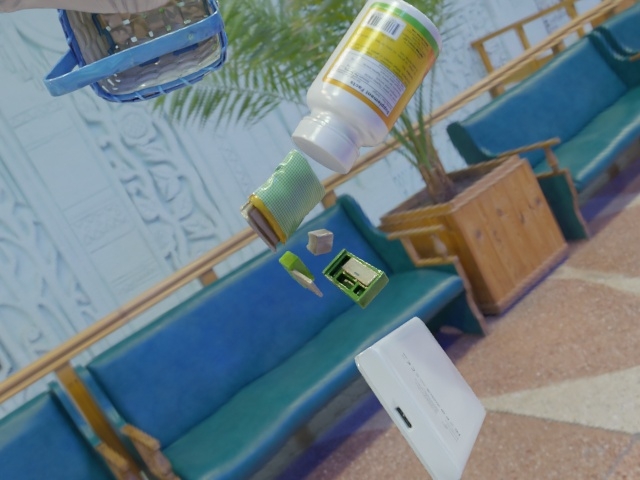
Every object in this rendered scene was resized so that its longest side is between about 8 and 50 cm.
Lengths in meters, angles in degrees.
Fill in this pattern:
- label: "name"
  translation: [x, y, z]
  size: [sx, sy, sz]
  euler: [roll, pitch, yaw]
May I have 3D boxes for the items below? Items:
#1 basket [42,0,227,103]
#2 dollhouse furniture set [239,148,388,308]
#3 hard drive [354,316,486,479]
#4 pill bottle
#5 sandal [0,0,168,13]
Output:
- label: "basket"
  translation: [-0.266, -0.307, 1.024]
  size: [0.254, 0.201, 0.289]
  euler: [-19, 35, 2]
- label: "dollhouse furniture set"
  translation: [0.000, 0.000, 0.615]
  size: [0.076, 0.152, 0.058]
  euler: [-47, 44, -10]
- label: "hard drive"
  translation: [0.186, 0.259, 1.203]
  size: [0.047, 0.233, 0.353]
  euler: [-38, -10, 17]
- label: "pill bottle"
  translation: [0.064, -0.228, 1.042]
  size: [0.246, 0.136, 0.136]
  euler: [-57, 17, -7]
- label: "sandal"
  translation: [-0.254, -0.278, 0.667]
  size: [0.265, 0.076, 0.102]
  euler: [-14, -19, -33]
